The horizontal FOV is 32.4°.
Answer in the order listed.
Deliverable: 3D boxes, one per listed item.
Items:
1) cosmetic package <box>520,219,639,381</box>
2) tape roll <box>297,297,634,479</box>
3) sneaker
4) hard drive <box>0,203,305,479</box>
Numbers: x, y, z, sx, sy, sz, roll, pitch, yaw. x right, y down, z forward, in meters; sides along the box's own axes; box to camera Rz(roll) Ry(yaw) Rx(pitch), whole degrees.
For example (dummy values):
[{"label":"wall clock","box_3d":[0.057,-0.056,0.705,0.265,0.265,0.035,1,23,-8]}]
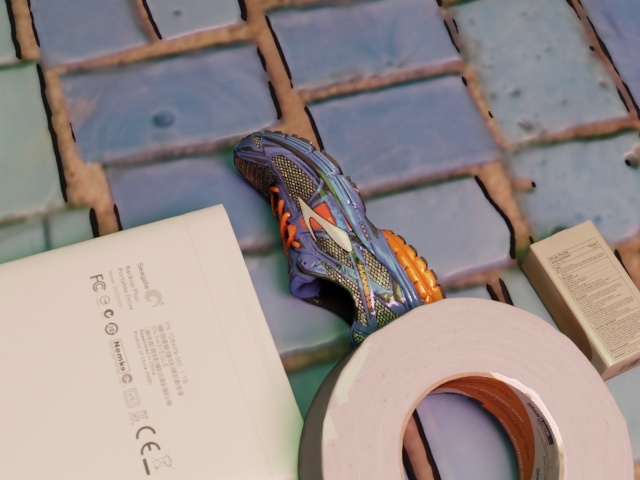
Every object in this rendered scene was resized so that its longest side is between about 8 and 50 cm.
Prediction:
[{"label":"cosmetic package","box_3d":[0.212,0.047,0.860,0.060,0.041,0.115,-21,64,-14]},{"label":"tape roll","box_3d":[0.098,0.153,0.749,0.219,0.072,0.219,4,72,-13]},{"label":"sneaker","box_3d":[0.000,0.000,0.853,0.087,0.083,0.221,-37,67,-15]},{"label":"hard drive","box_3d":[-0.204,0.122,0.790,0.353,0.047,0.233,-16,64,-13]}]
